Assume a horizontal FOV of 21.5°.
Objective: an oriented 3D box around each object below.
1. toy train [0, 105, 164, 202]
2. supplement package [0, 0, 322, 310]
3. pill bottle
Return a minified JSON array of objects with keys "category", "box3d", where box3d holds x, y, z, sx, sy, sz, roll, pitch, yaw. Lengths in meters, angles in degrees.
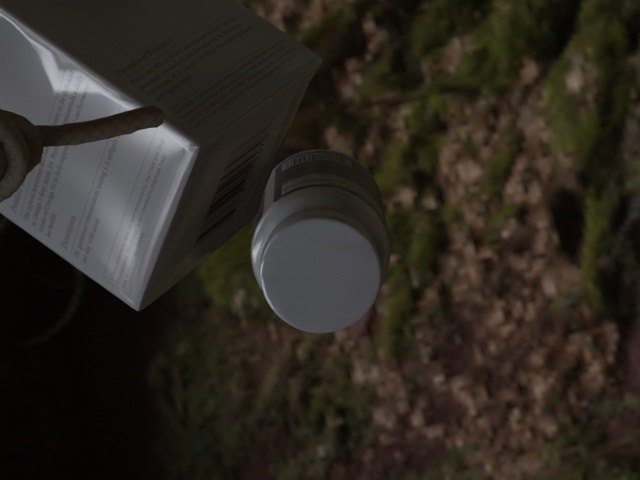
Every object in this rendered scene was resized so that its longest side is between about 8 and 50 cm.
[{"category":"toy train","box3d":[-0.138,-0.008,0.307,0.143,0.248,0.105,-133,42,-66]},{"category":"supplement package","box3d":[-0.110,-0.074,0.767,0.179,0.105,0.105,35,131,12]},{"category":"pill bottle","box3d":[0.000,0.000,0.954,0.137,0.078,0.078,-90,-12,-73]}]
